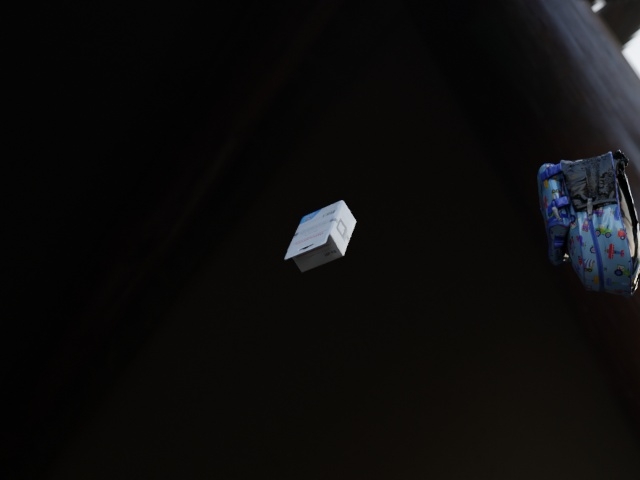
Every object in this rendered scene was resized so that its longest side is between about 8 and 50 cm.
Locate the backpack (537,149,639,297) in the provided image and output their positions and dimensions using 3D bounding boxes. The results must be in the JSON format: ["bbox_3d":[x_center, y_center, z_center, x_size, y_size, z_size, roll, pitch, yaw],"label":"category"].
[{"bbox_3d":[0.354,-0.009,1.553,0.117,0.173,0.158,-10,-23,8],"label":"backpack"}]

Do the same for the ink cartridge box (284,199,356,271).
[{"bbox_3d":[0.000,0.000,2.437,0.104,0.180,0.060,-22,-67,25],"label":"ink cartridge box"}]
